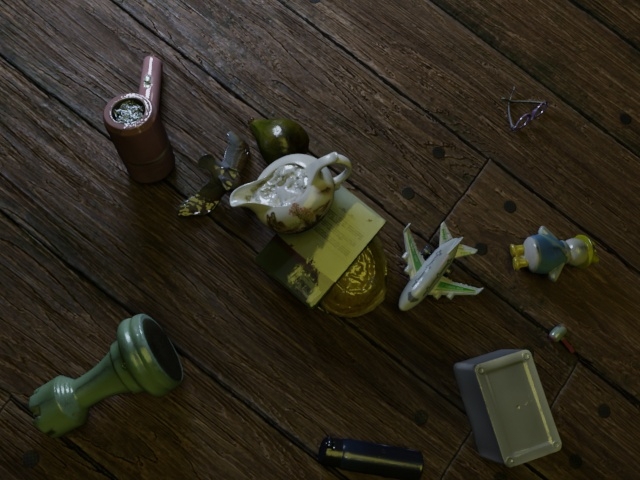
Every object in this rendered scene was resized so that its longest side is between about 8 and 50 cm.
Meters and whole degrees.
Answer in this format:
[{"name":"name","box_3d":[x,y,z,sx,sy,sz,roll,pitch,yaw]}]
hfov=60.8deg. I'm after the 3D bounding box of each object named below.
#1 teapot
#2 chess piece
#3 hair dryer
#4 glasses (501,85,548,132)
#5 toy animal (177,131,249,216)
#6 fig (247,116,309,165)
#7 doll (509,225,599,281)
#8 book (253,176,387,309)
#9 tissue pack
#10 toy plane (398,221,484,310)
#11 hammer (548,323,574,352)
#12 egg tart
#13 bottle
[{"name":"teapot","box_3d":[-0.060,-0.122,1.298,0.298,0.139,0.204,-25,57,12]},{"name":"chess piece","box_3d":[-0.482,0.314,1.220,0.299,0.194,0.194,-30,83,-3]},{"name":"hair dryer","box_3d":[-0.441,-0.345,1.360,0.125,0.210,0.352,-3,64,-3]},{"name":"glasses","box_3d":[0.575,-0.386,1.579,0.140,0.062,0.104,-36,63,-13]},{"name":"toy animal","box_3d":[-0.231,-0.139,1.369,0.197,0.160,0.272,35,83,-1]},{"name":"fig","box_3d":[-0.121,-0.266,1.413,0.185,0.126,0.133,36,89,-3]},{"name":"doll","box_3d":[0.634,0.035,1.459,0.241,0.098,0.135,-2,39,-9]},{"name":"book","box_3d":[0.000,0.000,1.347,0.201,0.026,0.289,41,85,12]},{"name":"tissue pack","box_3d":[0.454,0.403,1.337,0.160,0.136,0.246,-13,79,-10]},{"name":"toy plane","box_3d":[0.283,0.083,1.402,0.251,0.101,0.255,41,80,2]},{"name":"hammer","box_3d":[0.646,0.266,1.447,0.052,0.031,0.083,-41,92,-10]},{"name":"egg tart","box_3d":[0.073,0.075,1.383,0.232,0.098,0.252,29,80,3]},{"name":"bottle","box_3d":[0.118,0.522,1.301,0.245,0.082,0.072,12,32,-6]}]
